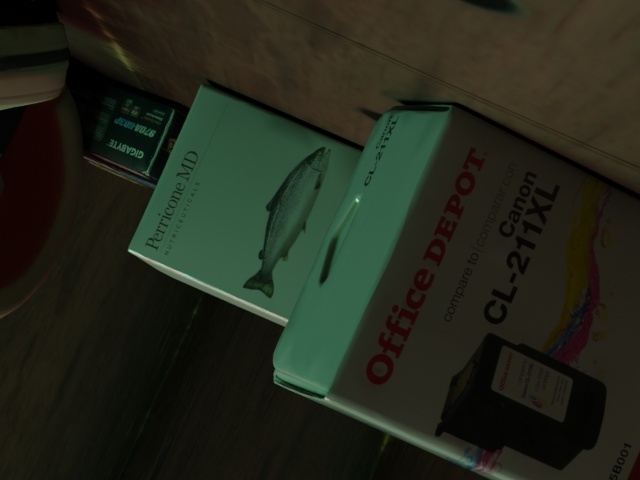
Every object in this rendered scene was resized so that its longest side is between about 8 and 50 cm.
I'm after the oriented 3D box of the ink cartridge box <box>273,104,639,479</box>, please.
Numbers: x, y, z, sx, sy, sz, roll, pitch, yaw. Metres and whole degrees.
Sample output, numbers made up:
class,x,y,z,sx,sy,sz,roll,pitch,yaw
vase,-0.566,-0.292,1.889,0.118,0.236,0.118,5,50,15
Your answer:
class,x,y,z,sx,sy,sz,roll,pitch,yaw
ink cartridge box,0.087,0.037,0.744,0.175,0.127,0.072,25,176,-18

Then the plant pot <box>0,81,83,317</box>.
class,x,y,z,sx,sy,sz,roll,pitch,yaw
plant pot,-0.308,-0.054,1.193,0.243,0.274,0.275,10,170,32

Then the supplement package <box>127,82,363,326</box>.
class,x,y,z,sx,sy,sz,roll,pitch,yaw
supplement package,0.000,0.000,1.014,0.179,0.105,0.105,23,177,5

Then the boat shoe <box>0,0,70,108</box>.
class,x,y,z,sx,sy,sz,roll,pitch,yaw
boat shoe,-0.318,-0.141,0.659,0.500,0.156,0.187,12,178,-28

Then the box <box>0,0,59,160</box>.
class,x,y,z,sx,sy,sz,roll,pitch,yaw
box,-0.244,-0.113,0.894,0.207,0.108,0.153,24,177,-5

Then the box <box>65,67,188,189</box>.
class,x,y,z,sx,sy,sz,roll,pitch,yaw
box,-0.129,-0.070,1.308,0.220,0.051,0.175,22,177,39
